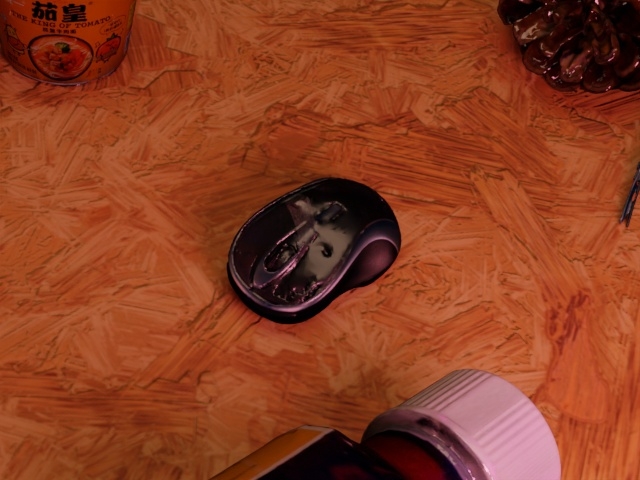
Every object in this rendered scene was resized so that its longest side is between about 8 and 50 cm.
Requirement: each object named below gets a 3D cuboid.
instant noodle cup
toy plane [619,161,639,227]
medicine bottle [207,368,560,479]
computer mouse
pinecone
[{"bbox_3d":[-0.326,-0.313,1.756,0.215,0.172,0.216,5,46,-5],"label":"instant noodle cup"},{"bbox_3d":[0.453,-0.097,1.759,0.096,0.060,0.235,14,53,22],"label":"toy plane"},{"bbox_3d":[0.049,0.265,1.228,0.395,0.242,0.242,-22,53,-38],"label":"medicine bottle"},{"bbox_3d":[0.000,0.000,1.564,0.137,0.096,0.233,34,49,21],"label":"computer mouse"},{"bbox_3d":[0.386,-0.338,1.852,0.298,0.242,0.296,37,49,16],"label":"pinecone"}]
